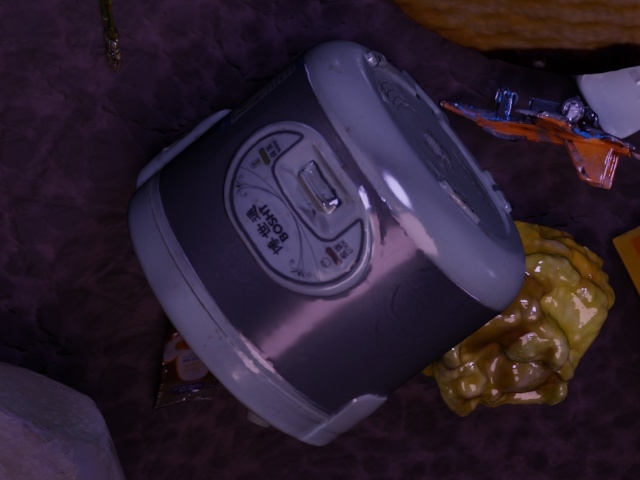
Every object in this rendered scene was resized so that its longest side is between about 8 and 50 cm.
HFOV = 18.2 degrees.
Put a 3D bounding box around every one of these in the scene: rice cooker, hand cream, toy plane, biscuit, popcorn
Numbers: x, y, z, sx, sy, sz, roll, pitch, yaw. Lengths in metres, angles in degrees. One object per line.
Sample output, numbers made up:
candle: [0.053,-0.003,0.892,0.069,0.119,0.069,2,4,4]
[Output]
rice cooker: [-0.003,0.001,1.659,0.277,0.288,0.288,-36,122,15]
hand cream: [-0.119,0.094,1.837,0.062,0.039,0.163,-10,128,-23]
toy plane: [0.188,-0.103,1.710,0.062,0.188,0.135,-62,152,3]
biscuit: [0.162,-0.243,1.566,0.317,0.040,0.318,16,149,10]
popcorn: [0.174,0.072,1.810,0.197,0.155,0.198,-13,131,-16]

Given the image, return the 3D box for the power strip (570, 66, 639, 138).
power strip: [0.395,-0.216,1.714,0.385,0.062,0.091,-29,127,9]

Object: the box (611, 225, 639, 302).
box: [0.459,0.076,1.829,0.283,0.214,0.260,-27,121,6]

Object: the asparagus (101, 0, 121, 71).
asparagus: [-0.177,-0.212,1.636,0.016,0.013,0.166,-1,123,2]

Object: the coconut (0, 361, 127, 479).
coconut: [-0.322,0.258,1.741,0.352,0.353,0.353,-5,124,-8]
